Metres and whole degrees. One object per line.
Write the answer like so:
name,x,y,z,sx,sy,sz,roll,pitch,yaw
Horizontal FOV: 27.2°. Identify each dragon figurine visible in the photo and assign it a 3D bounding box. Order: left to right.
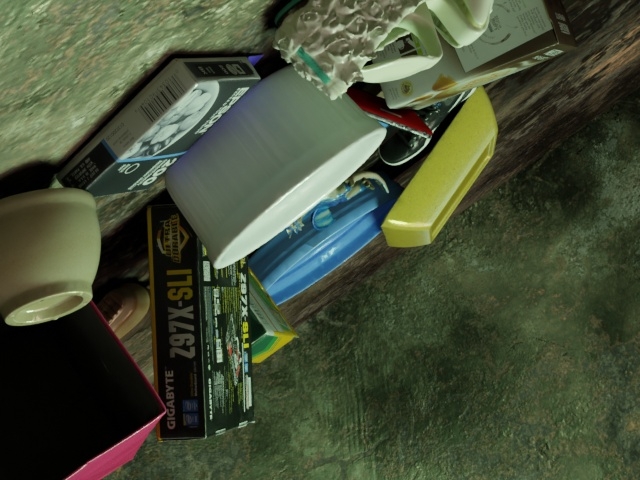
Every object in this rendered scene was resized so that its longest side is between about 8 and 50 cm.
dragon figurine,0.008,-0.077,2.255,0.144,0.085,0.289,-40,170,21

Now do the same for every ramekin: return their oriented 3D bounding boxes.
ramekin,-0.064,-0.101,1.666,0.277,0.135,0.277,-38,175,-4

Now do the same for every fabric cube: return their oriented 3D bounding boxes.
fabric cube,-0.397,0.225,1.757,0.259,0.254,0.258,-32,172,-27

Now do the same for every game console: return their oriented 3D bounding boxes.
game console,0.063,-0.161,1.852,0.144,0.124,0.085,17,112,-29

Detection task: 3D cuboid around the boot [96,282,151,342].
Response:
boot,-0.354,0.165,2.104,0.248,0.090,0.207,-41,168,7

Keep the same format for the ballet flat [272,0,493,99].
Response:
ballet flat,0.115,-0.268,1.561,0.409,0.147,0.147,-31,169,-35

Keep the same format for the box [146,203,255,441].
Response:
box,-0.166,0.114,1.884,0.079,0.322,0.257,-3,178,10

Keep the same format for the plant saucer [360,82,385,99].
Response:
plant saucer,0.119,-0.240,2.008,0.199,0.036,0.198,-35,171,-6

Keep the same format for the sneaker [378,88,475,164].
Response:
sneaker,0.161,-0.217,2.182,0.217,0.079,0.121,-47,165,13

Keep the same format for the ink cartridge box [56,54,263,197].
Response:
ink cartridge box,-0.166,-0.129,1.488,0.206,0.045,0.208,-41,172,24

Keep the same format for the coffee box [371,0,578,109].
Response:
coffee box,0.208,-0.265,1.798,0.247,0.098,0.141,-20,178,22

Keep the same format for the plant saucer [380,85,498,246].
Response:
plant saucer,0.252,-0.123,2.629,0.333,0.081,0.333,-55,171,-3

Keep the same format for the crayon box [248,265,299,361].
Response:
crayon box,-0.147,0.101,2.198,0.083,0.203,0.323,-37,171,4

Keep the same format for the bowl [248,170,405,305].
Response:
bowl,0.000,0.000,2.636,0.391,0.077,0.391,-36,170,-7

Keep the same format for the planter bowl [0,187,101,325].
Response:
planter bowl,-0.305,0.026,1.415,0.162,0.109,0.162,-19,165,-5
